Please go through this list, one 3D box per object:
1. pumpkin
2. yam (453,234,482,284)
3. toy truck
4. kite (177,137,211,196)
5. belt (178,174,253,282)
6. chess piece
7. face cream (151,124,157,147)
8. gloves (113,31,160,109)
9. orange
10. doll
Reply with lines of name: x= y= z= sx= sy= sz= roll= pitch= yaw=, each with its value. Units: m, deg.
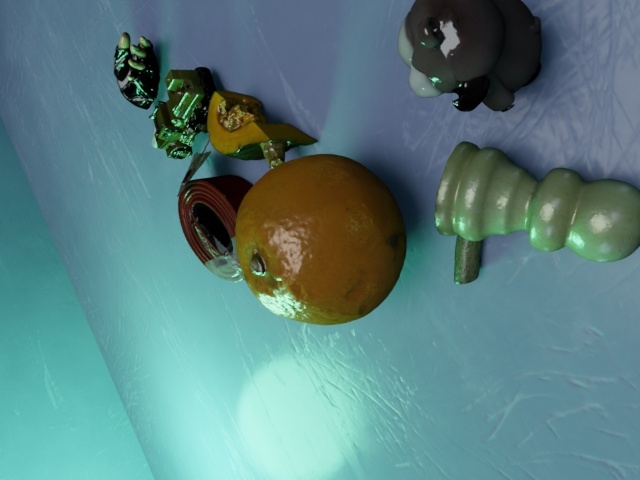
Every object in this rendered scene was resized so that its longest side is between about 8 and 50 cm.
pumpkin: x=-0.138 y=-0.221 z=1.000 sx=0.248 sy=0.130 sz=0.126 roll=42 pitch=119 yaw=33
yam: x=0.245 y=0.026 z=0.762 sx=0.043 sy=0.043 sz=0.094 roll=12 pitch=112 yaw=41
toy truck: x=-0.357 y=-0.319 z=1.169 sx=0.257 sy=0.127 sz=0.127 roll=-38 pitch=66 yaw=47
kite: x=-0.295 y=-0.218 z=1.140 sx=0.250 sy=0.012 sz=0.229 roll=-59 pitch=26 yaw=-3
belt: x=-0.226 y=-0.031 z=1.146 sx=0.323 sy=0.115 sz=0.228 roll=41 pitch=128 yaw=28
chess piece: x=0.303 y=-0.044 z=0.632 sx=0.251 sy=0.144 sz=0.145 roll=19 pitch=115 yaw=32
face cream: x=-0.487 y=-0.332 z=1.374 sx=0.038 sy=0.020 sz=0.115 roll=46 pitch=127 yaw=25
gloves: x=-0.504 y=-0.481 z=1.273 sx=0.164 sy=0.124 sz=0.203 roll=52 pitch=133 yaw=-5
orange: x=0.000 y=0.000 z=0.814 sx=0.311 sy=0.312 sz=0.313 roll=15 pitch=112 yaw=40
doll: x=0.194 y=-0.248 z=0.577 sx=0.117 sy=0.257 sz=0.182 roll=-22 pitch=87 yaw=52
